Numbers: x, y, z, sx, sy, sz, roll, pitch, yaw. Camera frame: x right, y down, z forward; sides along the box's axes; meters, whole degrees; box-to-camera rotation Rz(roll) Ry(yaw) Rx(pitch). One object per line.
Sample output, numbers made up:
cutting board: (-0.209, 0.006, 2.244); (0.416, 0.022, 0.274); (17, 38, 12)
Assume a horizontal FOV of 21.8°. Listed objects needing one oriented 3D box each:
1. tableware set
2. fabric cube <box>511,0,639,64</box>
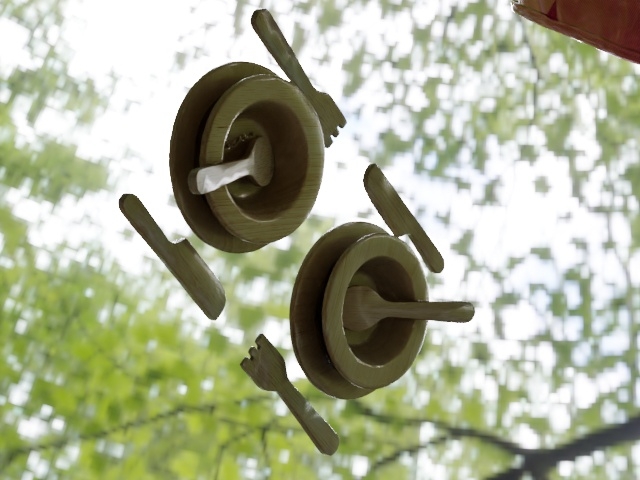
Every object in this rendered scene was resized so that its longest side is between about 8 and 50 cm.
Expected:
tableware set: (0.000, 0.000, 0.764); (0.039, 0.128, 0.194); (5, -37, 43)
fabric cube: (0.268, -0.254, 0.967); (0.259, 0.254, 0.258); (-8, -71, -14)
